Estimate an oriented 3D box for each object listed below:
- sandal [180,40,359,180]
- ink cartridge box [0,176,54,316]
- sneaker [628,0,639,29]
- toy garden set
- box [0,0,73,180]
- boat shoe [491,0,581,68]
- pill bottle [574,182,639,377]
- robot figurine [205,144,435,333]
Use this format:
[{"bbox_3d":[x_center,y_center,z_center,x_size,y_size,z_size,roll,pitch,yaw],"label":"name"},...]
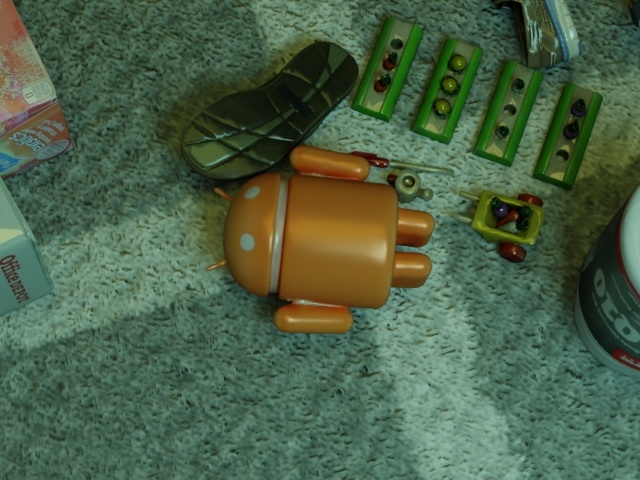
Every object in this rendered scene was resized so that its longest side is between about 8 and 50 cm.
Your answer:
[{"bbox_3d":[-0.051,-0.128,1.710,0.090,0.060,0.219,45,62,4],"label":"sandal"},{"bbox_3d":[-0.405,0.035,1.566,0.273,0.197,0.114,-25,76,-10],"label":"ink cartridge box"},{"bbox_3d":[0.403,-0.356,1.776,0.321,0.124,0.180,-38,74,-24],"label":"sneaker"},{"bbox_3d":[0.149,-0.106,1.712,0.244,0.049,0.204,20,73,4],"label":"toy garden set"},{"bbox_3d":[-0.377,-0.212,1.667,0.142,0.154,0.300,-25,77,-10],"label":"box"},{"bbox_3d":[0.208,-0.266,1.727,0.066,0.066,0.183,-22,84,-2],"label":"boat shoe"},{"bbox_3d":[0.330,0.037,1.555,0.161,0.283,0.161,1,73,-3],"label":"pill bottle"},{"bbox_3d":[0.000,0.002,1.632,0.219,0.128,0.158,6,116,-1],"label":"robot figurine"}]
